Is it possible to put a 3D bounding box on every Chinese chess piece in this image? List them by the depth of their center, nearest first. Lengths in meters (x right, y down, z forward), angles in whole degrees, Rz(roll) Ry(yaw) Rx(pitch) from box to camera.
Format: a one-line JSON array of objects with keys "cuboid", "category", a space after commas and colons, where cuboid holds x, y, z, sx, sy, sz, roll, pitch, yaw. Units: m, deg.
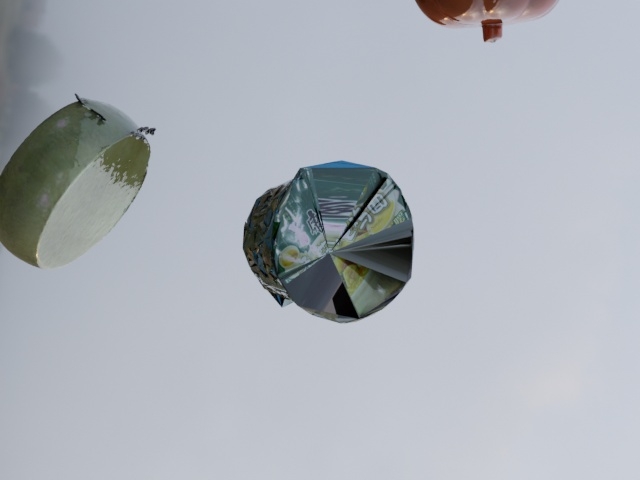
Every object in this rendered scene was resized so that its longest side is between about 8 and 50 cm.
[{"cuboid": [-0.314, -0.073, 1.970, 0.238, 0.092, 0.238, -47, 164, -18], "category": "Chinese chess piece"}]

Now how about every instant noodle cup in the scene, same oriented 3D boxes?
[{"cuboid": [0.000, 0.000, 2.265, 0.178, 0.240, 0.240, -175, -87, -66], "category": "instant noodle cup"}]

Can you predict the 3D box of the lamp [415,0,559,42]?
[{"cuboid": [0.189, -0.305, 1.754, 0.187, 0.188, 0.164, -167, -107, -78], "category": "lamp"}]
